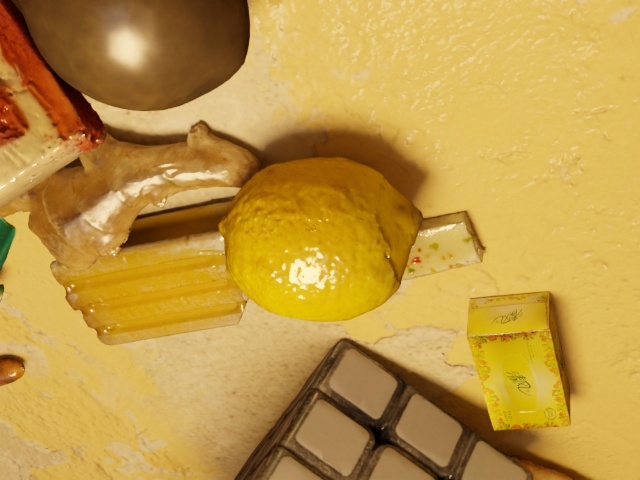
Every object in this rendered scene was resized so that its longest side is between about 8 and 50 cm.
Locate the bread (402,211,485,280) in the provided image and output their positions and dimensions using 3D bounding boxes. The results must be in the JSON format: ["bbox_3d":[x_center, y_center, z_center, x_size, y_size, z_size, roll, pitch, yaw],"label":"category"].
[{"bbox_3d":[0.100,0.012,1.263,0.153,0.028,0.068,-12,128,20],"label":"bread"}]

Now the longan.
[{"bbox_3d":[-0.162,-0.205,1.000,0.198,0.198,0.212,-30,123,34],"label":"longan"}]

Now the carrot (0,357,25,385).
[{"bbox_3d":[-0.486,0.191,1.545,0.209,0.061,0.061,-13,129,18],"label":"carrot"}]

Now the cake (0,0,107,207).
[{"bbox_3d":[-0.323,-0.142,1.023,0.158,0.159,0.262,-37,119,-2],"label":"cake"}]

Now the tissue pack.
[{"bbox_3d":[0.234,0.145,1.338,0.095,0.062,0.176,-5,133,17],"label":"tissue pack"}]

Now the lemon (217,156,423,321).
[{"bbox_3d":[-0.003,0.000,1.169,0.193,0.180,0.180,8,137,-19],"label":"lemon"}]

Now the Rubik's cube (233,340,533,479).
[{"bbox_3d":[0.028,0.364,1.384,0.301,0.304,0.305,37,131,0],"label":"Rubik's cube"}]

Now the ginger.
[{"bbox_3d":[-0.228,-0.053,1.234,0.333,0.081,0.148,-15,88,16],"label":"ginger"}]

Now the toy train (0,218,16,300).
[{"bbox_3d":[-0.460,0.015,1.336,0.198,0.107,0.154,24,126,-11],"label":"toy train"}]

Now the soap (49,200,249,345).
[{"bbox_3d":[-0.176,0.040,1.317,0.232,0.073,0.140,-11,132,21],"label":"soap"}]

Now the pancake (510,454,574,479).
[{"bbox_3d":[0.219,0.367,1.554,0.266,0.057,0.244,24,132,-6],"label":"pancake"}]
